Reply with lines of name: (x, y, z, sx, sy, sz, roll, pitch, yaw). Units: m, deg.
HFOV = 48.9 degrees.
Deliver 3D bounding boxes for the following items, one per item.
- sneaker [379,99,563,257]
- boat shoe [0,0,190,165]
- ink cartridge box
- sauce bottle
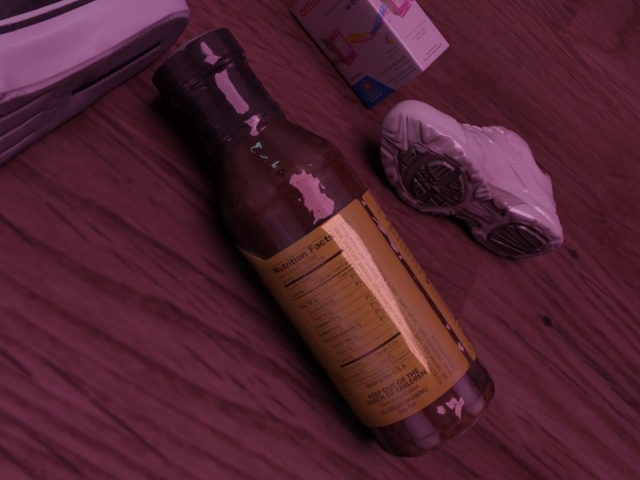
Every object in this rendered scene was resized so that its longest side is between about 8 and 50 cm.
sneaker: (0.146, -0.076, 0.687, 0.232, 0.090, 0.115, 33, 53, -31)
boat shoe: (-0.229, -0.115, 0.439, 0.119, 0.121, 0.335, 47, 44, -3)
ink cartridge box: (0.043, -0.196, 0.645, 0.122, 0.088, 0.052, 50, 58, -9)
sauce bottle: (0.000, 0.000, 0.542, 0.111, 0.111, 0.344, -36, 95, -36)
